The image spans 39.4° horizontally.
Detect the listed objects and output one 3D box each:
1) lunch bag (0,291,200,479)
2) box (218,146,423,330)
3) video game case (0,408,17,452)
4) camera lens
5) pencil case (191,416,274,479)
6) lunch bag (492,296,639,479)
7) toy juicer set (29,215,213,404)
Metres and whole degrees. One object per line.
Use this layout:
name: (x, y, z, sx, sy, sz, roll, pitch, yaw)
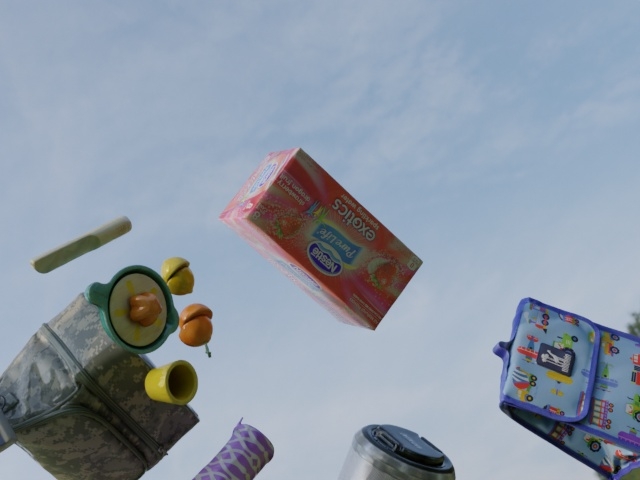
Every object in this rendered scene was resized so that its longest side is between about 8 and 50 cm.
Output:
lunch bag: (-0.389, 0.285, 1.520, 0.256, 0.212, 0.305, -41, -43, -12)
box: (0.000, 0.000, 1.494, 0.300, 0.142, 0.154, 43, -105, -19)
video game case: (-0.657, 0.242, 1.319, 0.299, 0.329, 0.036, -34, -12, -6)
camera lens: (0.132, 0.527, 1.802, 0.219, 0.219, 0.274, 15, -81, -47)
pencil case: (-0.165, 0.393, 1.475, 0.206, 0.088, 0.086, -42, -16, -40)
lunch bag: (0.427, 0.240, 1.535, 0.293, 0.221, 0.138, 25, -35, -4)
toy juicer set: (-0.264, 0.079, 1.372, 0.089, 0.209, 0.329, -11, -55, 38)
